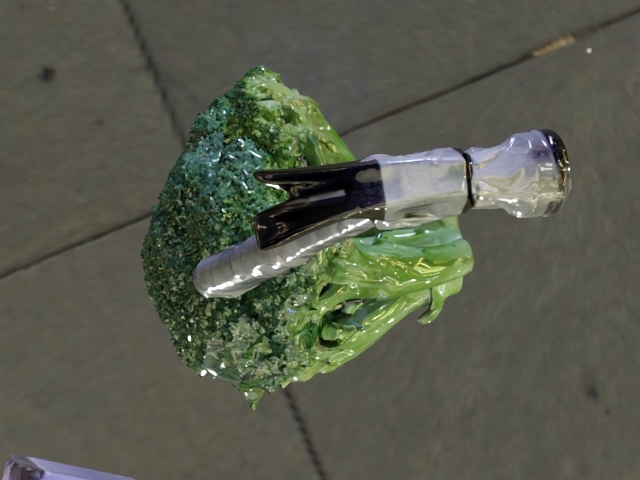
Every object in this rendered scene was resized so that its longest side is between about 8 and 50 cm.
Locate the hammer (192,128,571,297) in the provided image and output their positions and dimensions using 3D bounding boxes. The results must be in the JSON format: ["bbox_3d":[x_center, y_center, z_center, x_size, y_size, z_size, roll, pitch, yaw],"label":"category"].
[{"bbox_3d":[0.000,-0.001,1.138,0.152,0.427,0.044,-7,84,-15],"label":"hammer"}]

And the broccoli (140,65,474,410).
[{"bbox_3d":[-0.016,-0.002,1.524,0.245,0.294,0.265,1,101,-12],"label":"broccoli"}]

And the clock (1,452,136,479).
[{"bbox_3d":[-0.131,0.205,0.930,0.073,0.144,0.193,11,85,-11],"label":"clock"}]
